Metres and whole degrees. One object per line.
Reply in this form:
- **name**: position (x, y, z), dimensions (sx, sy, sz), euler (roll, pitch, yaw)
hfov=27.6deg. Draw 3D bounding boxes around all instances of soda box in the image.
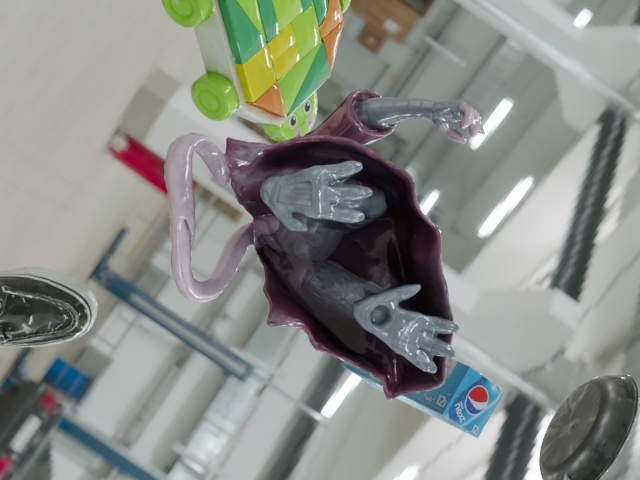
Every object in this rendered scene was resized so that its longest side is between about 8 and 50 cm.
- **soda box**: position (0.121, 0.166, 1.580), dimensions (0.210, 0.071, 0.067), euler (19, -104, 54)

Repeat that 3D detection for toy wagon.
- **toy wagon**: position (-0.053, -0.243, 1.502), dimensions (0.267, 0.068, 0.344), euler (-48, 136, -39)

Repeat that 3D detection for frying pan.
- **frying pan**: position (0.326, 0.315, 1.743), dimensions (0.326, 0.053, 0.197), euler (-59, -170, -15)

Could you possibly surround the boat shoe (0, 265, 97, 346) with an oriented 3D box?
- **boat shoe**: position (-0.315, 0.069, 1.183), dimensions (0.070, 0.219, 0.078), euler (-107, -159, -69)

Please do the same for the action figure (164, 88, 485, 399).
- **action figure**: position (0.000, 0.000, 1.102), dimensions (0.370, 0.275, 0.248), euler (-119, -148, -74)
